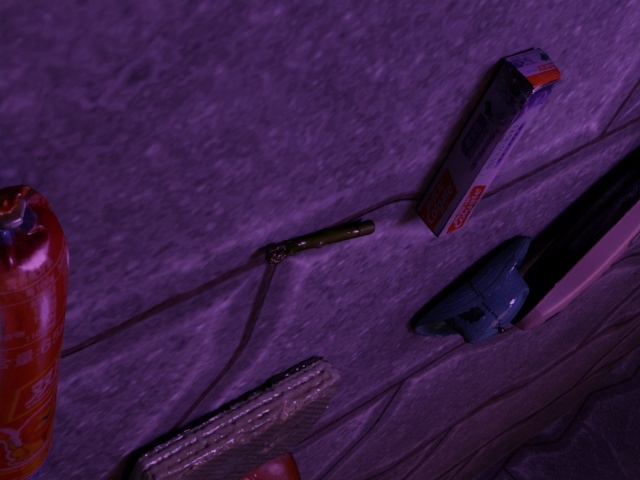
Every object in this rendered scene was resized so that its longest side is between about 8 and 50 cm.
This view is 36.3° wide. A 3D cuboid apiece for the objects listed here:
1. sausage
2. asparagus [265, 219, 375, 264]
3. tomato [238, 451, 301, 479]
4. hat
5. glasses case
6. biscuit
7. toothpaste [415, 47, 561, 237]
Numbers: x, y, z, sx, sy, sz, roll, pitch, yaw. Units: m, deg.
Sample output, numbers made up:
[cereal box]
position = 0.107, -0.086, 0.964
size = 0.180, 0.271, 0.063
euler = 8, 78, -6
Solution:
[sausage]
position = -0.180, 0.058, 0.545
size = 0.074, 0.074, 0.274
euler = -25, 154, -33
[asparagus]
position = 0.000, 0.000, 0.799
size = 0.127, 0.018, 0.015
euler = -17, 115, -46
[tomato]
position = -0.126, 0.402, 1.185
size = 0.309, 0.170, 0.309
euler = -28, 161, -11
[hat]
position = 0.212, 0.080, 1.223
size = 0.191, 0.078, 0.138
euler = -39, 164, -1
[glasses case]
position = 0.362, -0.002, 1.285
size = 0.314, 0.075, 0.122
euler = -48, 176, 9
[biscuit]
position = -0.094, 0.220, 1.039
size = 0.252, 0.052, 0.150
euler = -22, 154, -37
[toothpaste]
position = 0.142, -0.080, 0.843
size = 0.047, 0.040, 0.196
euler = -22, 153, -34
